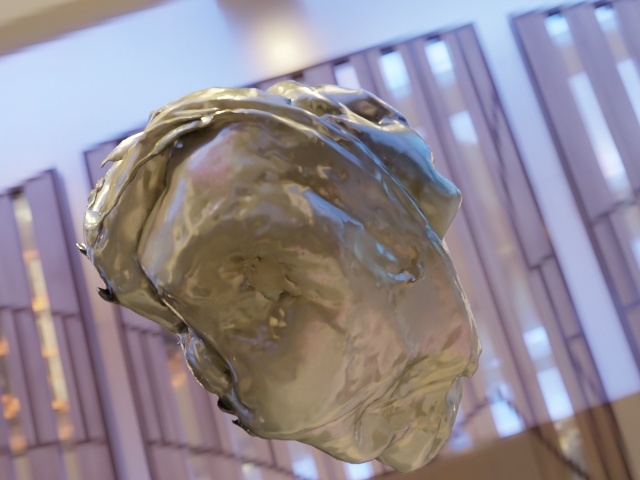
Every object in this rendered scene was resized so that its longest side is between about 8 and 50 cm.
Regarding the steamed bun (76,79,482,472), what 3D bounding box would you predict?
[{"bbox_3d":[0.000,0.000,1.153,0.207,0.268,0.280,-50,-34,12],"label":"steamed bun"}]
